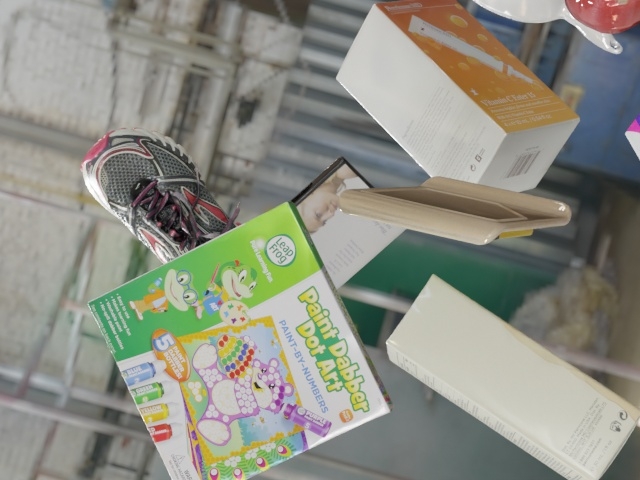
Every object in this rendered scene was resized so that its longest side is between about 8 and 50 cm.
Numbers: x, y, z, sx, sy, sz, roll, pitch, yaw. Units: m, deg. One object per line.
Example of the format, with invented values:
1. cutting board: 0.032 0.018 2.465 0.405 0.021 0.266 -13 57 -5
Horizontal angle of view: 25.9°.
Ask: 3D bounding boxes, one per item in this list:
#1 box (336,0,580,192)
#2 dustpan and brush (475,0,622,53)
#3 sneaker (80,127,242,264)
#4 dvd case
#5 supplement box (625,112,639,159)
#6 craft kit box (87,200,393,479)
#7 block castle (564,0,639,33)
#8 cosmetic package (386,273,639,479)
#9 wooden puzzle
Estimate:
1. box: 0.232 -0.245 2.386 0.215 0.345 0.168 -16 -35 -44
2. dustpan and brush: 0.263 -0.286 1.607 0.147 0.211 0.060 -43 -24 -26
3. sneaker: -0.163 -0.023 1.704 0.121 0.299 0.112 -45 26 7
4. dvd case: 0.000 0.000 2.318 0.253 0.180 0.022 -42 30 9
5. supplement box: 0.518 -0.103 1.868 0.111 0.114 0.220 -60 32 35
6. craft kit box: -0.085 0.122 1.492 0.250 0.247 0.061 63 -176 3
7. block castle: 0.471 -0.287 1.234 0.213 0.453 0.303 61 -133 -77
8. cosmetic package: 0.242 0.184 1.778 0.113 0.309 0.160 -54 -11 -8
9. wooden puzzle: 0.171 -0.033 1.751 0.239 0.221 0.044 -14 -67 -56
